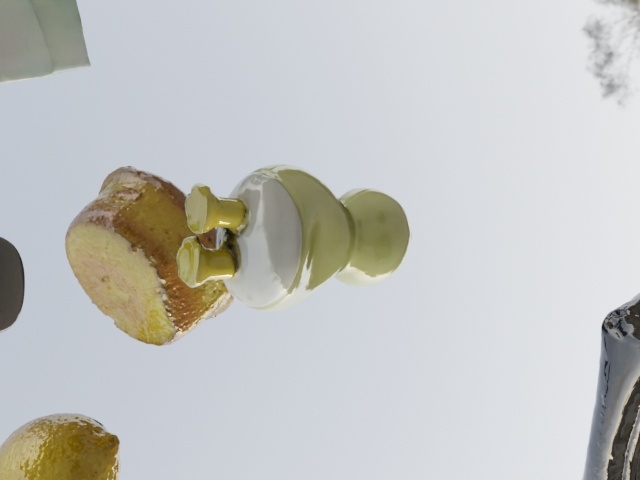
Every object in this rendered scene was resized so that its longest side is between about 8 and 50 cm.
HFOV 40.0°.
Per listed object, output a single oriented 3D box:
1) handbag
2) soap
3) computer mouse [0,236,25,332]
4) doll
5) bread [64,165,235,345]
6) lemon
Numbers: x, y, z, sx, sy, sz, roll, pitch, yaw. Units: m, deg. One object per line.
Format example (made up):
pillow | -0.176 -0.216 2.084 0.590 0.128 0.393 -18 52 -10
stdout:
handbag | 0.323 0.127 0.758 0.244 0.088 0.275 -26 -48 -26
soap | -0.387 -0.184 0.776 0.208 0.346 0.115 -38 -57 -61
computer mouse | -0.432 0.044 0.961 0.232 0.057 0.120 8 -104 -41
doll | -0.009 -0.002 0.872 0.296 0.117 0.141 0 -80 -52
bread | -0.252 0.027 1.279 0.146 0.268 0.268 -45 -72 -40
lemon | -0.424 0.373 1.403 0.188 0.256 0.188 52 -159 -28
